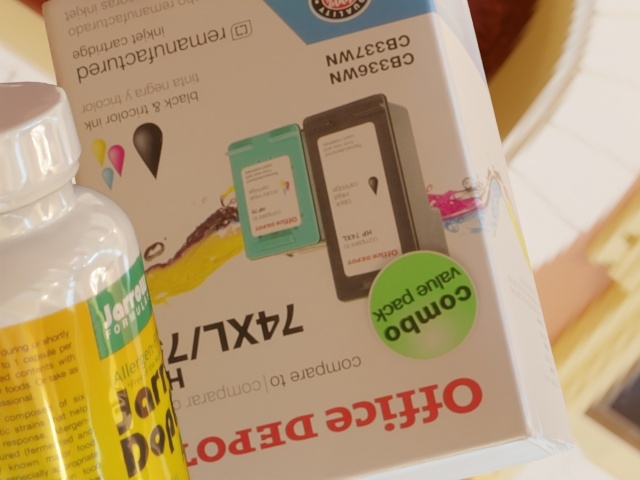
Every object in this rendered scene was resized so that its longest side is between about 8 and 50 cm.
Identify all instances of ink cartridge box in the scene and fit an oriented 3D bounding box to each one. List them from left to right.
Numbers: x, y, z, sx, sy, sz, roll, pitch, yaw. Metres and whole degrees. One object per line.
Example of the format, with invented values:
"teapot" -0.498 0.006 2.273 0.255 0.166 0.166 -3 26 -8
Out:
"ink cartridge box" 0.000 0.000 1.001 0.198 0.270 0.197 -15 169 10

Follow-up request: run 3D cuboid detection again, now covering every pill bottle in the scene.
"pill bottle" -0.122 0.048 0.772 0.117 0.208 0.117 -9 -160 3
